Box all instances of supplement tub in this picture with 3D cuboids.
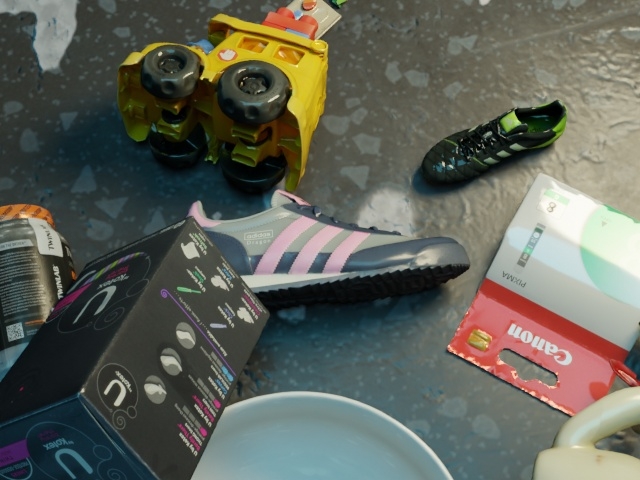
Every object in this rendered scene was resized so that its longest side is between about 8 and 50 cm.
[{"bbox_3d":[-0.314,0.065,1.242,0.117,0.117,0.190,-14,69,-5],"label":"supplement tub"}]

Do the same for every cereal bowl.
[{"bbox_3d":[-0.023,0.322,1.124,0.338,0.141,0.339,0,68,0],"label":"cereal bowl"}]

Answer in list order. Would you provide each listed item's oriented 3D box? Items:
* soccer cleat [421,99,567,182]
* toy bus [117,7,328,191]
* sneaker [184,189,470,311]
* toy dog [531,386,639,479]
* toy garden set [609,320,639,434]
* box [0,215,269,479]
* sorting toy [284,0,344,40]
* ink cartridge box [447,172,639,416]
[{"bbox_3d":[0.198,-0.118,1.336,0.178,0.072,0.060,-21,70,-8],"label":"soccer cleat"},{"bbox_3d":[-0.094,-0.188,1.338,0.220,0.149,0.211,16,56,9],"label":"toy bus"},{"bbox_3d":[0.000,0.000,1.269,0.319,0.112,0.131,-4,71,-3],"label":"sneaker"},{"bbox_3d":[0.345,0.364,1.010,0.407,0.284,0.395,20,69,14],"label":"toy dog"},{"bbox_3d":[0.411,0.173,1.190,0.203,0.049,0.244,-33,75,-12],"label":"toy garden set"},{"bbox_3d":[-0.185,0.125,1.113,0.165,0.143,0.270,-24,25,31],"label":"box"},{"bbox_3d":[-0.005,-0.284,1.436,0.062,0.012,0.083,40,74,15],"label":"sorting toy"},{"bbox_3d":[0.268,0.059,1.277,0.181,0.056,0.225,28,69,11],"label":"ink cartridge box"}]
